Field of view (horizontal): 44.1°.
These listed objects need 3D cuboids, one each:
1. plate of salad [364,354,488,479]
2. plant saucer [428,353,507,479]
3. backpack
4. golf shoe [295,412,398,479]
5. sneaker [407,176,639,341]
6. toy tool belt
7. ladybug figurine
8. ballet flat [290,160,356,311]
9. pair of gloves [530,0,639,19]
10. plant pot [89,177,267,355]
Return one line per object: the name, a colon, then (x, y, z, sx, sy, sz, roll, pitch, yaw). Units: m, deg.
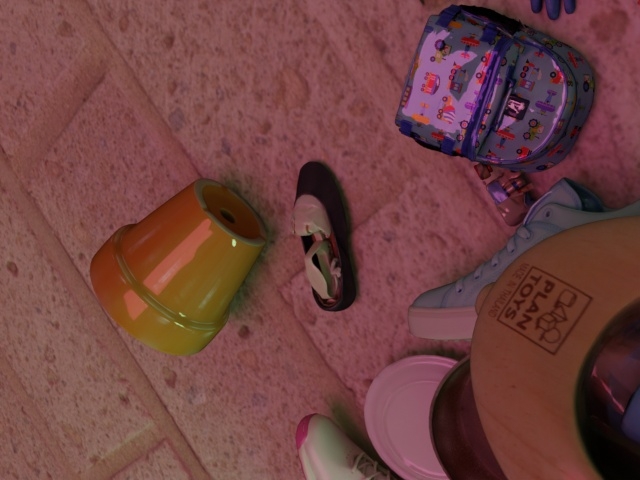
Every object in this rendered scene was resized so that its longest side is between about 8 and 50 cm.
plate of salad: (0.153, 0.235, 1.021, 0.199, 0.048, 0.200, 8, 110, 21)
plant saucer: (0.278, 0.223, 0.891, 0.310, 0.050, 0.311, 12, 124, 18)
backpack: (0.184, -0.148, 0.818, 0.173, 0.117, 0.158, 29, 112, 19)
golf shoe: (0.086, 0.355, 1.081, 0.140, 0.115, 0.306, -32, 94, 29)
sneaker: (0.249, 0.016, 0.844, 0.365, 0.135, 0.150, -16, 80, 33)
toy tool belt: (0.213, -0.060, 0.882, 0.051, 0.052, 0.083, -30, 86, 12)
ladybug figurine: (0.323, 0.152, 0.618, 0.449, 0.162, 0.305, 34, 88, 29)
ballet flat: (0.000, 0.000, 1.031, 0.074, 0.074, 0.203, -5, 103, 36)
pair of gloves: (0.274, -0.300, 0.767, 0.198, 0.023, 0.159, 5, 108, 33)
plant pot: (-0.181, 0.022, 1.099, 0.205, 0.205, 0.188, 48, 111, 11)
